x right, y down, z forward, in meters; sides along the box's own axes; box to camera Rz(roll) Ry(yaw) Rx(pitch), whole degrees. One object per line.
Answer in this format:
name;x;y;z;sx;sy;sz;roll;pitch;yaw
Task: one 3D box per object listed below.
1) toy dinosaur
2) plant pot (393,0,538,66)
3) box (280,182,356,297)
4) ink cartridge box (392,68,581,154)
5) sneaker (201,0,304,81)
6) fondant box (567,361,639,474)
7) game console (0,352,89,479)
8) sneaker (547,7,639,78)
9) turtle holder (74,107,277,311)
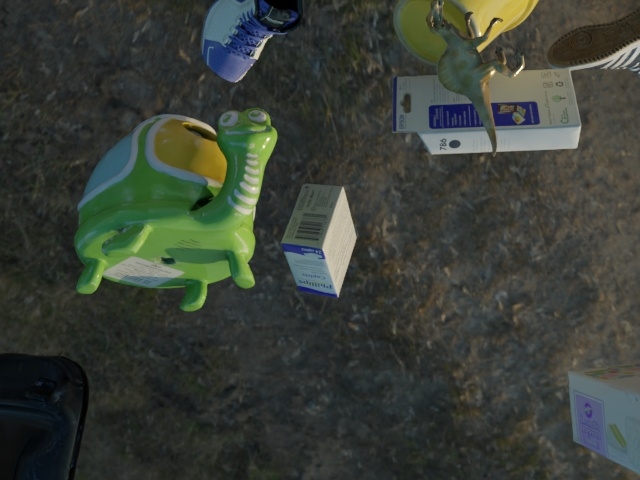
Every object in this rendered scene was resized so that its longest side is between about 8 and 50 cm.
toy dinosaur;0.178;-0.191;0.921;0.092;0.053;0.183;-28;96;-11
plant pot;0.251;-0.446;1.447;0.254;0.239;0.254;25;149;16
box;0.000;0.000;1.293;0.072;0.126;0.137;6;144;19
ink cartridge box;0.298;-0.238;1.500;0.332;0.165;0.065;0;140;7
sneaker;-0.127;-0.437;1.581;0.127;0.182;0.315;22;121;-26
fondant box;0.490;0.193;0.928;0.330;0.238;0.096;-4;91;-10
game console;-0.304;0.141;0.554;0.361;0.213;0.044;-3;169;28
sneaker;0.630;-0.400;1.752;0.282;0.099;0.153;-20;151;6
turtle holder;-0.203;-0.059;1.100;0.243;0.227;0.320;5;155;-12
